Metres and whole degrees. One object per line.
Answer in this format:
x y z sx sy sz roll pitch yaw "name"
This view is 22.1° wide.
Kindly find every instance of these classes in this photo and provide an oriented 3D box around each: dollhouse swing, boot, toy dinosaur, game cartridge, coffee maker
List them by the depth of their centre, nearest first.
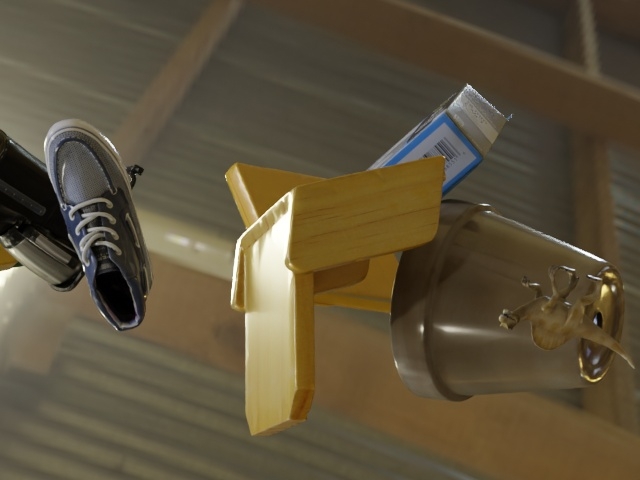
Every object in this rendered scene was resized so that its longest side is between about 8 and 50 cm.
-0.197 -0.014 1.483 0.069 0.190 0.086 -20 -153 5 "boot"
0.266 0.078 1.770 0.183 0.092 0.053 16 -175 -25 "toy dinosaur"
-0.329 -0.055 1.896 0.178 0.171 0.120 37 154 -33 "coffee maker"
0.036 0.087 2.324 0.315 0.305 0.347 -13 171 -19 "dollhouse swing"
0.000 0.000 2.964 0.324 0.052 0.285 8 -133 -41 "game cartridge"

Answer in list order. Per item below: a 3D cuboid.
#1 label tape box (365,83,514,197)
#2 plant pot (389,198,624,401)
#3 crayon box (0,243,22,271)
0.177 -0.135 2.694 0.106 0.241 0.333 48 -159 -3 "label tape box"
0.306 0.109 2.531 0.280 0.323 0.323 9 -162 30 "plant pot"
-0.611 -0.035 2.606 0.319 0.202 0.081 -12 174 -22 "crayon box"
